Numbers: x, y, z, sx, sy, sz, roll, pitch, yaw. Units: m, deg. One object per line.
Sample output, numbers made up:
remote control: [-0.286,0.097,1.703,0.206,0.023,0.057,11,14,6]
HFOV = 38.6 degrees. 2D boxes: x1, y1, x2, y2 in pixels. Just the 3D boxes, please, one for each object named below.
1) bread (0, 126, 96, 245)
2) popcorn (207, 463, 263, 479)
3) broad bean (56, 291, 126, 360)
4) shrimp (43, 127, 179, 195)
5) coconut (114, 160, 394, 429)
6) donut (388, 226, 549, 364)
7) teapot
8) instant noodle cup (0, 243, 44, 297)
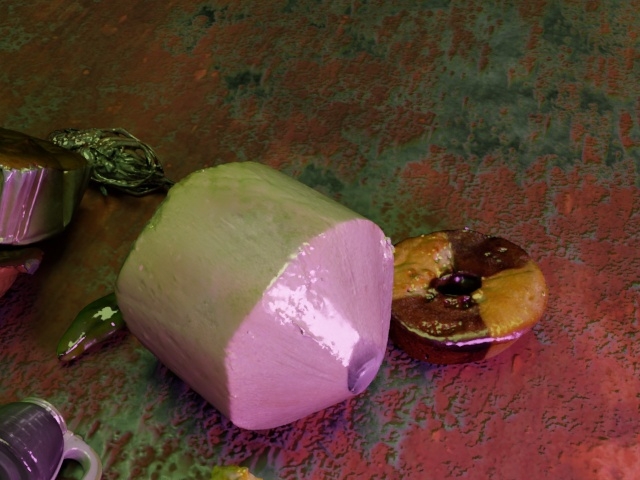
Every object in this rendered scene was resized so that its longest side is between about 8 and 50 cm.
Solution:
bread: [-0.376,-0.072,0.998,0.209,0.110,0.192,14,11,10]
popcorn: [-0.078,0.241,0.821,0.068,0.059,0.083,5,64,-41]
broad bean: [-0.199,0.066,0.983,0.195,0.046,0.061,-22,50,-26]
shrimp: [-0.248,-0.094,1.117,0.190,0.075,0.073,25,16,4]
coconut: [-0.045,0.059,0.876,0.244,0.239,0.239,33,52,25]
donut: [0.149,0.064,0.999,0.184,0.073,0.166,-16,51,-18]
teapot: [-0.267,0.199,0.839,0.092,0.124,0.091,-21,17,31]
instant noodle cup: [-0.426,0.032,0.925,0.273,0.091,0.274,12,9,-2]
